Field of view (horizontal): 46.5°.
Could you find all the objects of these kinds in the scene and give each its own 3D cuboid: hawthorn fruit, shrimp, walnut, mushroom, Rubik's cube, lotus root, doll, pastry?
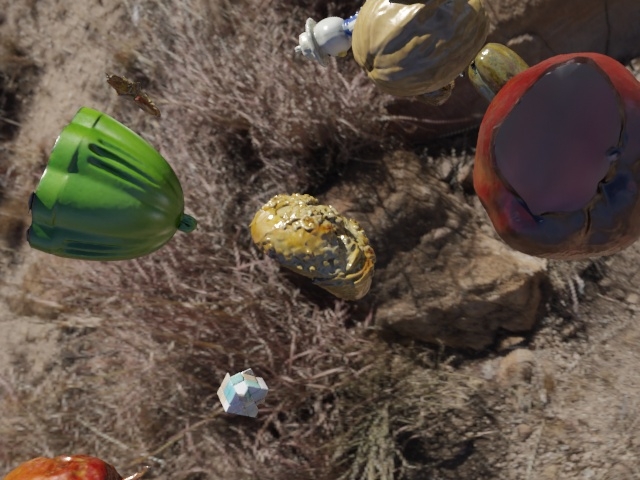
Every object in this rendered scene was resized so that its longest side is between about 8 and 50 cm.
[{"bbox_3d":[0.258,-0.091,0.798,0.215,0.250,0.215,1,110,3],"label":"hawthorn fruit"},{"bbox_3d":[-0.376,-0.286,1.502,0.045,0.162,0.095,-35,73,9],"label":"shrimp"},{"bbox_3d":[0.185,-0.390,1.383,0.261,0.225,0.225,-40,57,-5],"label":"walnut"},{"bbox_3d":[0.280,-0.395,1.911,0.127,0.127,0.087,27,95,36],"label":"mushroom"},{"bbox_3d":[-0.131,0.263,1.314,0.075,0.084,0.073,36,107,42],"label":"Rubik's cube"},{"bbox_3d":[0.458,-0.375,1.810,0.123,0.124,0.241,-42,90,-14],"label":"lotus root"},{"bbox_3d":[0.073,-0.483,1.699,0.293,0.138,0.119,-17,104,19],"label":"doll"},{"bbox_3d":[0.000,0.000,1.668,0.162,0.311,0.255,-55,19,8],"label":"pastry"},{"bbox_3d":[-0.344,0.393,1.079,0.243,0.207,0.207,-30,61,-1],"label":"hawthorn fruit"},{"bbox_3d":[-0.225,-0.043,0.870,0.186,0.186,0.186,-9,74,33],"label":"lotus root"}]
